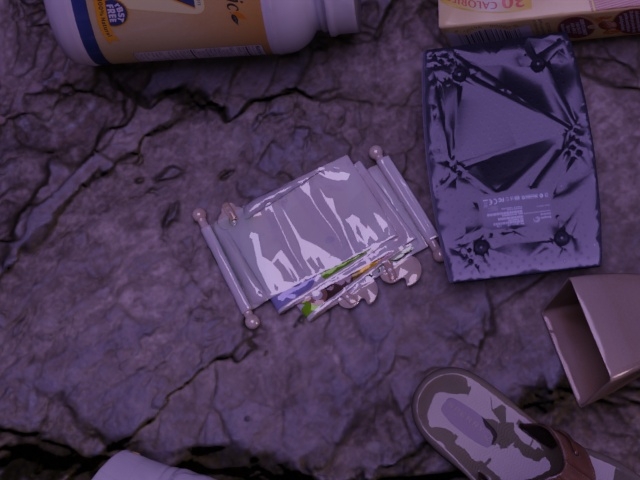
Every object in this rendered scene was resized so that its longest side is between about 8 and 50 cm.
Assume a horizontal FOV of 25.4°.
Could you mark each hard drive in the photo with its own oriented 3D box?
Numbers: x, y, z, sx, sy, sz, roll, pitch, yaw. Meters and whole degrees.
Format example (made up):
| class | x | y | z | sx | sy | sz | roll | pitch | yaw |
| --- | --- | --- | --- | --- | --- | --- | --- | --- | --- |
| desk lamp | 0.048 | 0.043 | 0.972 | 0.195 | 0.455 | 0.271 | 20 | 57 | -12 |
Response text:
| class | x | y | z | sx | sy | sz | roll | pitch | yaw |
| --- | --- | --- | --- | --- | --- | --- | --- | --- | --- |
| hard drive | 0.198 | -0.083 | 1.480 | 0.172 | 0.054 | 0.254 | -7 | 77 | 6 |

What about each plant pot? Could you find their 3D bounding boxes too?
| class | x | y | z | sx | sy | sz | roll | pitch | yaw |
| --- | --- | --- | --- | --- | --- | --- | --- | --- | --- |
| plant pot | 0.294 | 0.089 | 1.403 | 0.096 | 0.109 | 0.109 | -16 | 72 | -12 |

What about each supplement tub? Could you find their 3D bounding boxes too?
| class | x | y | z | sx | sy | sz | roll | pitch | yaw |
| --- | --- | --- | --- | --- | --- | --- | --- | --- | --- |
| supplement tub | -0.120 | -0.306 | 1.497 | 0.316 | 0.228 | 0.228 | -3 | 73 | 5 |

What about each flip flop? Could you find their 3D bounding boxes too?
| class | x | y | z | sx | sy | sz | roll | pitch | yaw |
| --- | --- | --- | --- | --- | --- | --- | --- | --- | --- |
| flip flop | 0.208 | 0.217 | 1.381 | 0.277 | 0.080 | 0.112 | 37 | 80 | 15 |

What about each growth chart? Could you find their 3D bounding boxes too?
| class | x | y | z | sx | sy | sz | roll | pitch | yaw |
| --- | --- | --- | --- | --- | --- | --- | --- | --- | --- |
| growth chart | 0.000 | 0.000 | 1.500 | 0.237 | 0.021 | 0.172 | -22 | 73 | -1 |

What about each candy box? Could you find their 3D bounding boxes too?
| class | x | y | z | sx | sy | sz | roll | pitch | yaw |
| --- | --- | --- | --- | --- | --- | --- | --- | --- | --- |
| candy box | 0.284 | -0.311 | 1.501 | 0.317 | 0.087 | 0.182 | -4 | 77 | 14 |

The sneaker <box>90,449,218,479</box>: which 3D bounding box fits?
| class | x | y | z | sx | sy | sz | roll | pitch | yaw |
| --- | --- | --- | --- | --- | --- | --- | --- | --- | --- |
| sneaker | -0.196 | 0.353 | 1.382 | 0.169 | 0.108 | 0.292 | 17 | 79 | 25 |
